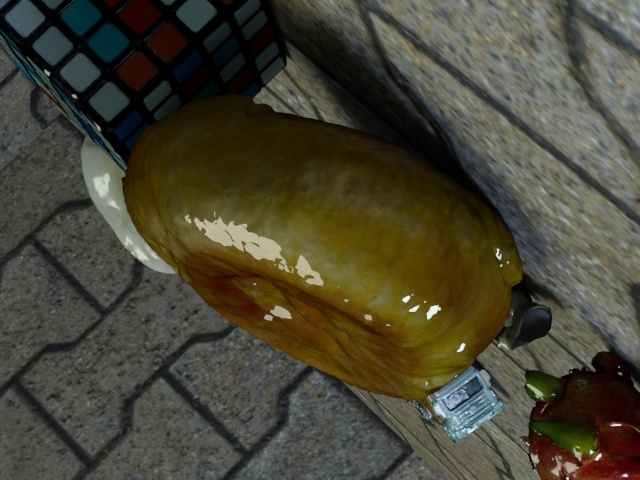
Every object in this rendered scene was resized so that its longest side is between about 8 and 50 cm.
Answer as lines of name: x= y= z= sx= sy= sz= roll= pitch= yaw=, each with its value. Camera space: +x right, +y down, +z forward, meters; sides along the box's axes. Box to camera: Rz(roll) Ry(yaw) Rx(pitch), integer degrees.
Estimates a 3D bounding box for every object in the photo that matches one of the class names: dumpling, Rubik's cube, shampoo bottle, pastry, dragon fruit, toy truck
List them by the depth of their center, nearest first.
dragon fruit: x=0.254 y=0.168 z=1.494 sx=0.175 sy=0.138 sz=0.142 roll=16 pitch=180 yaw=35
pastry: x=0.000 y=0.000 z=1.501 sx=0.356 sy=0.164 sz=0.356 roll=28 pitch=166 yaw=8
Rubik's cube: x=-0.161 y=-0.183 z=1.588 sx=0.187 sy=0.182 sz=0.184 roll=45 pitch=173 yaw=14
shampoo bottle: x=0.140 y=0.049 z=1.621 sx=0.057 sy=0.063 sz=0.208 roll=37 pitch=177 yaw=-25
dumpling: x=-0.157 y=-0.049 z=2.141 sx=0.318 sy=0.243 sz=0.187 roll=57 pitch=-156 yaw=3
toy truck: x=0.145 y=0.165 z=2.216 sx=0.115 sy=0.080 sz=0.178 roll=59 pitch=171 yaw=-19
